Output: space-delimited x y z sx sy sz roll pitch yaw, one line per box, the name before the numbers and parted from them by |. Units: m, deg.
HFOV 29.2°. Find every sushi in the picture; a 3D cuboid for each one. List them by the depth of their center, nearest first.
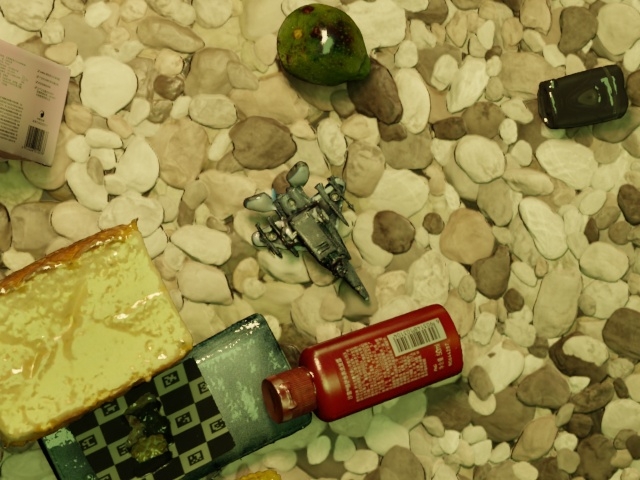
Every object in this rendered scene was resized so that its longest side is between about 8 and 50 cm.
sushi | -0.236 0.255 1.699 0.192 0.050 0.215 -28 135 -12

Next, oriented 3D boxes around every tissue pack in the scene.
tissue pack | -0.455 -0.198 1.639 0.246 0.092 0.148 20 80 -59

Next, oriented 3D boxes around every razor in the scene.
razor | 0.422 -0.229 1.982 0.148 0.054 0.090 -13 92 -15

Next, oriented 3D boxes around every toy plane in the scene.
toy plane | 0.000 0.003 1.842 0.169 0.078 0.246 -33 102 13

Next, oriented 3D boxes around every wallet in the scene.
wallet | -0.209 0.266 1.788 0.379 0.046 0.190 -27 98 -16

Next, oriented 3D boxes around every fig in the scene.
fig | 0.015 -0.286 1.852 0.156 0.123 0.123 21 80 -53

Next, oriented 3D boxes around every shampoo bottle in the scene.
shampoo bottle | 0.065 0.191 1.830 0.314 0.076 0.118 -17 96 -25

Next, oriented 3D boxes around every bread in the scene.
bread | -0.339 0.122 1.641 0.279 0.279 0.207 -27 98 -17

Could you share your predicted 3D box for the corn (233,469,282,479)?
corn | -0.201 0.439 1.751 0.363 0.120 0.120 -25 95 -19
